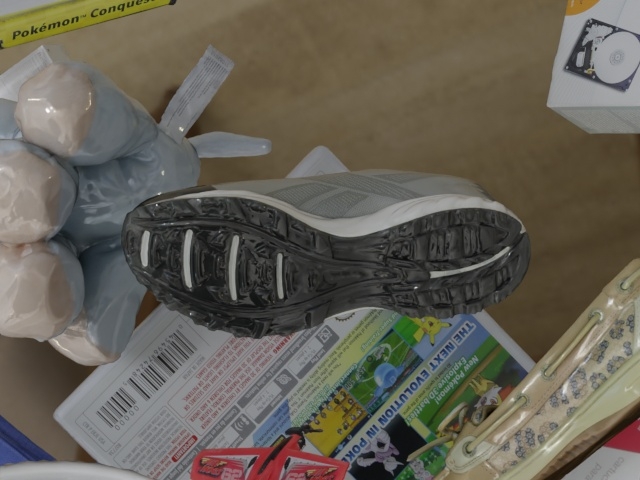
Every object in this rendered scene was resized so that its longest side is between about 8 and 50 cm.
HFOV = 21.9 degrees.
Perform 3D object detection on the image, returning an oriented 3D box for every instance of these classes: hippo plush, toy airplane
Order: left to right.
[{"bbox_3d":[-0.238,-0.063,1.323,0.236,0.294,0.234,15,150,31],"label":"hippo plush"},{"bbox_3d":[-0.045,0.183,1.149,0.151,0.151,0.028,-19,119,22],"label":"toy airplane"}]

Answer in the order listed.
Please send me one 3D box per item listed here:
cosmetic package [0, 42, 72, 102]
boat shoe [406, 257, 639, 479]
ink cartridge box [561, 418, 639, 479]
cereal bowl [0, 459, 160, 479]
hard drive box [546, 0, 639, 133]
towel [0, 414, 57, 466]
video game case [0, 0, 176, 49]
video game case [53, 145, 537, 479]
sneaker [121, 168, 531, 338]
[{"bbox_3d":[-0.280,-0.099,1.892,0.099,0.060,0.239,-32,89,20],"label":"cosmetic package"},{"bbox_3d":[0.164,0.130,1.239,0.285,0.089,0.104,-40,163,18],"label":"boat shoe"},{"bbox_3d":[0.342,0.267,1.346,0.226,0.306,0.131,-48,162,-1],"label":"ink cartridge box"},{"bbox_3d":[-0.176,0.301,0.988,0.339,0.339,0.141,21,166,-17],"label":"cereal bowl"},{"bbox_3d":[0.350,-0.199,1.579,0.232,0.181,0.089,2,165,41],"label":"hard drive box"},{"bbox_3d":[-0.329,0.298,1.325,0.243,0.040,0.336,41,86,-17],"label":"towel"},{"bbox_3d":[-0.251,-0.227,1.000,0.248,0.275,0.035,-19,158,-23],"label":"video game case"},{"bbox_3d":[-0.009,0.136,1.418,0.300,0.329,0.036,46,166,-7],"label":"video game case"},{"bbox_3d":[0.000,0.000,1.126,0.271,0.108,0.100,0,115,-9],"label":"sneaker"}]
